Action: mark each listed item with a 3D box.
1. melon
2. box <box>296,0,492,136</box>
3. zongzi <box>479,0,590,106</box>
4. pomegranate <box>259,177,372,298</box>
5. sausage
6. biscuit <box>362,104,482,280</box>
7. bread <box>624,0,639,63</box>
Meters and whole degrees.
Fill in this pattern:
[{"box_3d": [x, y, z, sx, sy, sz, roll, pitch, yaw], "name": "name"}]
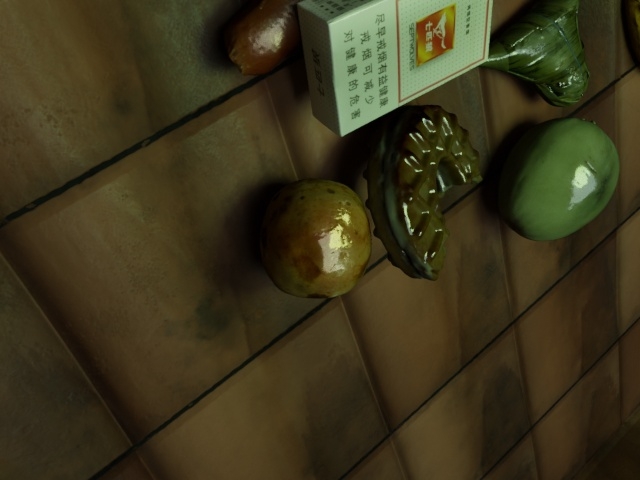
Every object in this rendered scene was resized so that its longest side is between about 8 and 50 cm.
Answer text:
[{"box_3d": [0.551, -0.144, 1.550, 0.272, 0.272, 0.307, 8, 109, -41], "name": "melon"}, {"box_3d": [0.132, -0.336, 1.089, 0.330, 0.095, 0.210, -29, 140, -18], "name": "box"}, {"box_3d": [0.466, -0.364, 1.467, 0.274, 0.125, 0.250, -40, 123, -16], "name": "zongzi"}, {"box_3d": [0.000, 0.000, 1.181, 0.215, 0.215, 0.215, -17, 119, -33], "name": "pomegranate"}, {"box_3d": [-0.019, -0.393, 1.062, 0.348, 0.094, 0.097, -44, 130, -12], "name": "sausage"}, {"box_3d": [0.196, -0.123, 1.282, 0.268, 0.115, 0.366, 54, 44, -31], "name": "biscuit"}, {"box_3d": [0.904, -0.588, 1.712, 0.236, 0.183, 0.388, -56, 129, -27], "name": "bread"}]
